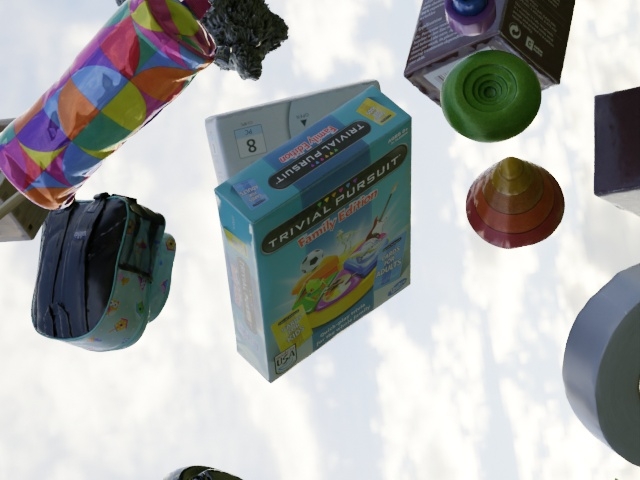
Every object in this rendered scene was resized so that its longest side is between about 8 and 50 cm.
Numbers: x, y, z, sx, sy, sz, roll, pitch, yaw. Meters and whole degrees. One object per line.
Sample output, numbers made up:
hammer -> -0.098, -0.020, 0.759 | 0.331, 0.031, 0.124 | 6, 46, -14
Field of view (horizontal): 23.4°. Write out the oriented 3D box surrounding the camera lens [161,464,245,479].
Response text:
camera lens -> -0.179, 0.470, 2.160 | 0.219, 0.274, 0.219 | 31, -165, -9

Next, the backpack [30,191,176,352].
backpack -> -0.278, 0.049, 1.960 | 0.144, 0.165, 0.188 | 35, -118, -48

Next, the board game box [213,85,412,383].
board game box -> 0.000, 0.000, 1.974 | 0.253, 0.079, 0.336 | -35, -32, -22

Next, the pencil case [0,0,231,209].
pencil case -> -0.193, -0.131, 1.406 | 0.104, 0.236, 0.104 | 42, -158, -21

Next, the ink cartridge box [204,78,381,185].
ink cartridge box -> -0.011, -0.064, 2.715 | 0.091, 0.308, 0.385 | -172, 68, -70

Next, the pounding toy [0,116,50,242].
pounding toy -> -0.363, -0.038, 1.767 | 0.094, 0.181, 0.206 | 60, -141, -39

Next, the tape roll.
tape roll -> 0.369, 0.132, 1.650 | 0.072, 0.219, 0.219 | 37, 151, 64

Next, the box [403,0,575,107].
box -> 0.262, -0.375, 2.230 | 0.143, 0.191, 0.381 | 34, -125, -31

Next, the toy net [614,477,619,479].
toy net -> 0.476, 0.424, 2.102 | 0.232, 0.045, 0.122 | 53, 163, -1

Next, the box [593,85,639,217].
box -> 0.543, -0.140, 2.353 | 0.168, 0.203, 0.167 | 19, -112, -47

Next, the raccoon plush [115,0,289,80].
raccoon plush -> -0.182, -0.453, 2.641 | 0.216, 0.299, 0.446 | -56, -4, -20

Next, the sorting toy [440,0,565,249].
sorting toy -> 0.209, -0.178, 1.882 | 0.126, 0.127, 0.366 | 67, -168, -67
